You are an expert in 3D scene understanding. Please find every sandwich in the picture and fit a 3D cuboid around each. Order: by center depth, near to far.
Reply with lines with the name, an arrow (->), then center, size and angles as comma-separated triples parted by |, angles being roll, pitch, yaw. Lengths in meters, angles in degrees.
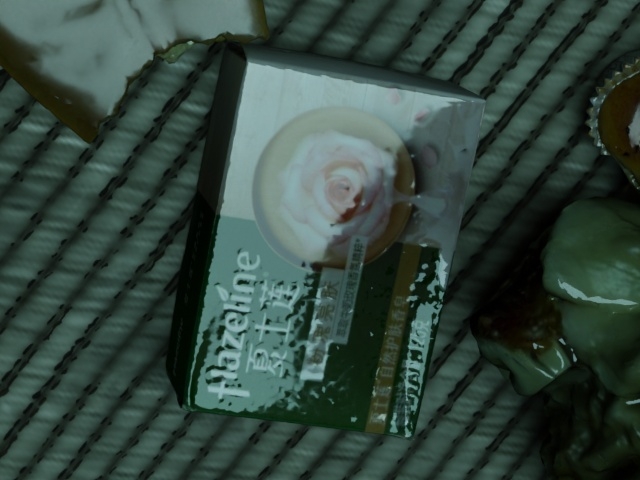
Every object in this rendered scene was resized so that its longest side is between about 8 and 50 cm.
sandwich -> -0.090, -0.174, 0.884 | 0.186, 0.108, 0.220 | 42, 90, -13

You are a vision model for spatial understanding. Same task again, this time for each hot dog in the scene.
hot dog -> 0.232, -0.036, 1.028 | 0.099, 0.053, 0.192 | -40, 107, 4

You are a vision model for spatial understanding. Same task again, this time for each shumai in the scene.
shumai -> 0.204, 0.063, 0.982 | 0.218, 0.256, 0.189 | 45, 53, 0

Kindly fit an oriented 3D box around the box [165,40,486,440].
box -> 0.000, 0.000, 0.971 | 0.135, 0.081, 0.199 | 8, 99, -14
